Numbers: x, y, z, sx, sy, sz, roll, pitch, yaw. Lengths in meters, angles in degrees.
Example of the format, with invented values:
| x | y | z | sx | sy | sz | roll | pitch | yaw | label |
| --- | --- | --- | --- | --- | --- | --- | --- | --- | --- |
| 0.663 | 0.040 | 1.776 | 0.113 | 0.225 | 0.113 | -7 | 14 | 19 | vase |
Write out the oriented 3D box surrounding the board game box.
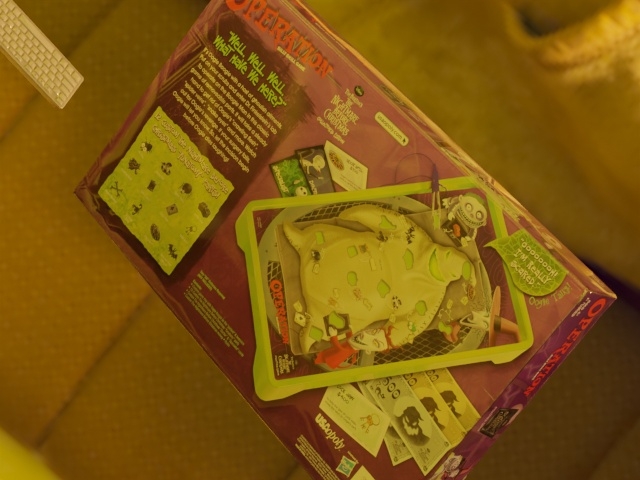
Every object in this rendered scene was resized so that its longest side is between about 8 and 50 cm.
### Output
| x | y | z | sx | sy | sz | roll | pitch | yaw | label |
| --- | --- | --- | --- | --- | --- | --- | --- | --- | --- |
| 0.000 | 0.000 | 1.069 | 0.056 | 0.208 | 0.347 | 9 | -147 | -53 | board game box |

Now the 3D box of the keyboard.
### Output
| x | y | z | sx | sy | sz | roll | pitch | yaw | label |
| --- | --- | --- | --- | --- | --- | --- | --- | --- | --- |
| -0.390 | -0.271 | 2.048 | 0.014 | 0.072 | 0.256 | -25 | 115 | 41 | keyboard |
